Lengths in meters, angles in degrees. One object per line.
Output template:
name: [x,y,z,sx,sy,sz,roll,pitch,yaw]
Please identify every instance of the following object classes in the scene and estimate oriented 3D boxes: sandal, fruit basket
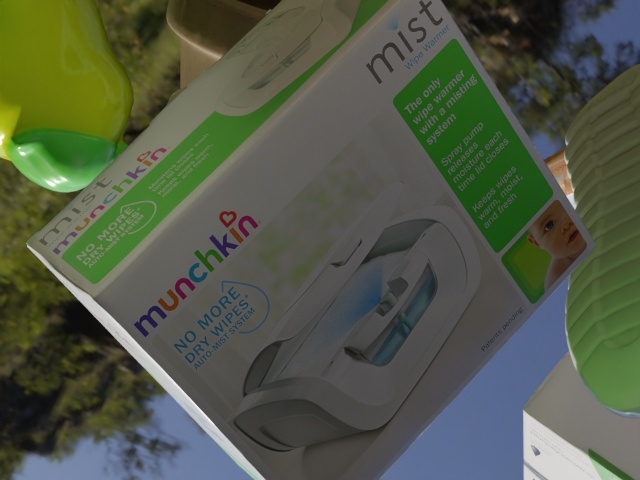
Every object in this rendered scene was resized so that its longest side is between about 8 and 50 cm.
sandal: [0.294,-0.012,1.070,0.169,0.102,0.416,-42,-156,34]
fruit basket: [-0.313,-0.195,1.000,0.283,0.392,0.392,-13,-121,8]

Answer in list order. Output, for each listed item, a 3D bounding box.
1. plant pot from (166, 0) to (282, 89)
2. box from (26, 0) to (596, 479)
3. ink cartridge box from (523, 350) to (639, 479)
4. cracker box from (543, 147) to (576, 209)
plant pot: [-0.042,-0.136,1.289,0.263,0.263,0.229,32,-64,41]
box: [0.000,0.000,0.790,0.262,0.231,0.127,-44,-148,-12]
ink cartridge box: [0.287,0.224,1.263,0.160,0.219,0.092,34,-112,27]
cracker box: [0.398,-0.074,1.574,0.156,0.232,0.067,147,-56,-73]
